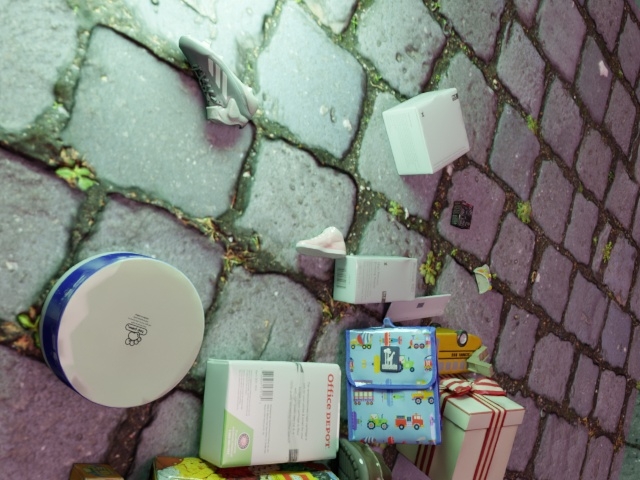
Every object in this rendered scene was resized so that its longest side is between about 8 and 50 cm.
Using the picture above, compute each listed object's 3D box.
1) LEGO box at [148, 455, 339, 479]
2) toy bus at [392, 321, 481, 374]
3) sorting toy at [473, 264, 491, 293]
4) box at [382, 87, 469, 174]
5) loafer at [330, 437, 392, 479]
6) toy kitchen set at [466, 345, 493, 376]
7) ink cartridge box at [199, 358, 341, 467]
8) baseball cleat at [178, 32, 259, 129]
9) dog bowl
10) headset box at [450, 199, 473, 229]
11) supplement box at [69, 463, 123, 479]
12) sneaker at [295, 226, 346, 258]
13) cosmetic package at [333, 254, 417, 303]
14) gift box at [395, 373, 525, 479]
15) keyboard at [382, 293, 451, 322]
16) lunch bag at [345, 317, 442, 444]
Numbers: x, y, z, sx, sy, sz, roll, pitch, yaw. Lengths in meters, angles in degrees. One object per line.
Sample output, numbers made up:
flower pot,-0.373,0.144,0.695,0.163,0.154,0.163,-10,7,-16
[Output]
LEGO box,-0.170,0.698,1.041,0.372,0.193,0.501,12,86,-20
toy bus,0.316,0.305,1.548,0.332,0.108,0.130,8,90,-41
sorting toy,0.530,0.116,1.765,0.075,0.044,0.083,-47,123,-50
box,0.284,-0.290,1.466,0.181,0.119,0.182,-31,113,-34
loafer,0.099,0.507,1.227,0.130,0.366,0.134,2,76,-4
toy kitchen set,0.474,0.358,1.568,0.083,0.075,0.068,-30,115,-35
ink cartridge box,-0.100,0.355,1.155,0.272,0.114,0.199,11,75,-34
baseball cleat,-0.210,-0.301,1.078,0.206,0.072,0.109,39,75,-31
dog bowl,-0.345,0.154,0.976,0.264,0.104,0.265,-3,95,-40
headset box,0.429,-0.080,1.662,0.062,0.032,0.083,14,83,-41
supplement box,-0.420,0.520,0.959,0.080,0.078,0.234,17,83,-40
sneaker,0.000,0.000,1.298,0.134,0.051,0.070,9,69,-30
cosmetic package,0.143,0.097,1.400,0.231,0.085,0.118,1,93,-39
gift box,0.361,0.495,1.513,0.255,0.276,0.258,7,101,-39
keyboard,0.277,0.190,1.551,0.256,0.014,0.072,0,115,-41
lunch bag,0.181,0.338,1.364,0.138,0.220,0.294,8,78,-77
